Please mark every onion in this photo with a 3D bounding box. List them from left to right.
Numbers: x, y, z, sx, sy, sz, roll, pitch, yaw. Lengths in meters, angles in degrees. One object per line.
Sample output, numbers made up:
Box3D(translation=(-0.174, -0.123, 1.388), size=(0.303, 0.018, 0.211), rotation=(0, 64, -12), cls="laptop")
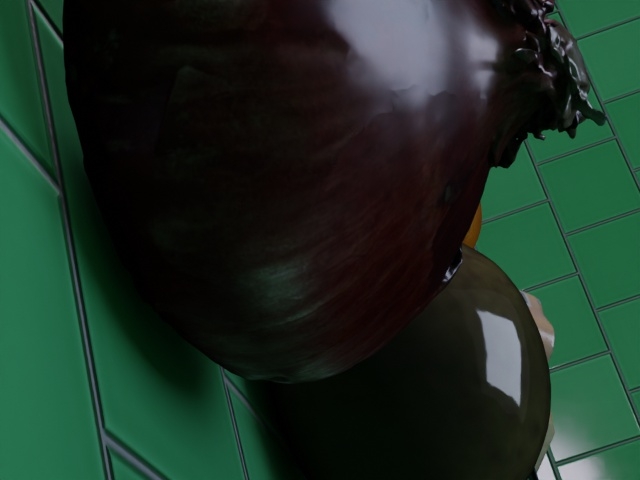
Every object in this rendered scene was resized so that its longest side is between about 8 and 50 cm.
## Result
Box3D(translation=(0.014, -0.094, 0.700), size=(0.347, 0.285, 0.348), rotation=(-3, 90, -77), cls="onion")

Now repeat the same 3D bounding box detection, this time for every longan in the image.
Box3D(translation=(0.066, 0.110, 0.929), size=(0.246, 0.215, 0.246), rotation=(20, 67, -59), cls="longan")

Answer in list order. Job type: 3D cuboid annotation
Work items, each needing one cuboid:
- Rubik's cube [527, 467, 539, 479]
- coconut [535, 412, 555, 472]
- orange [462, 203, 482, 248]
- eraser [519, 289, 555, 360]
Box3D(translation=(0.127, 0.201, 1.359), size=(0.167, 0.180, 0.183), rotation=(-92, 164, -69), cls="Rubik's cube")
Box3D(translation=(0.201, 0.271, 1.632), size=(0.237, 0.236, 0.197), rotation=(-91, 163, -74), cls="coconut")
Box3D(translation=(0.118, -0.034, 1.800), size=(0.240, 0.240, 0.240), rotation=(-19, 90, -85), cls="orange")
Box3D(translation=(0.153, 0.078, 1.616), size=(0.171, 0.290, 0.087), rotation=(-103, -143, -66), cls="eraser")
